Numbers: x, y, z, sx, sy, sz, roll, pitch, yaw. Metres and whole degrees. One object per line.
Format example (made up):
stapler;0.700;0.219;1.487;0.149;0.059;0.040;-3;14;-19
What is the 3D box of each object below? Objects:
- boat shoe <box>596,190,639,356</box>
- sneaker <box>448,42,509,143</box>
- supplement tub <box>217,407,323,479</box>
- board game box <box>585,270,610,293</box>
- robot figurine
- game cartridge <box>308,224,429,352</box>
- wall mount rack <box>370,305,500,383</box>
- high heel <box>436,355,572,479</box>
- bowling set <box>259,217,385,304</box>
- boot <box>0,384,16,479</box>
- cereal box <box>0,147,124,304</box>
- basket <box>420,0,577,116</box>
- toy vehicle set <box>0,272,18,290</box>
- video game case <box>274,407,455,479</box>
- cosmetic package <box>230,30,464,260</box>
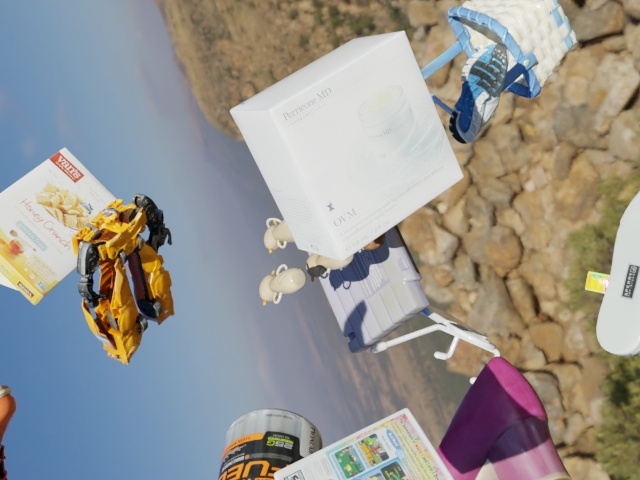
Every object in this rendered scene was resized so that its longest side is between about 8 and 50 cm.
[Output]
boat shoe;0.387;0.031;0.966;0.078;0.070;0.219;25;99;47
sneaker;0.281;-0.259;1.409;0.071;0.083;0.191;40;138;21
supplement tub;-0.103;0.511;1.585;0.338;0.207;0.207;-86;-14;-53
board game box;0.492;0.076;1.294;0.259;0.124;0.039;2;-81;-67
robot figurine;-0.333;0.060;1.389;0.085;0.211;0.291;16;134;24
game cartridge;0.078;0.028;1.721;0.230;0.068;0.355;-39;65;38
wall mount rack;0.234;0.218;1.897;0.130;0.304;0.350;-66;19;2
high heel;0.167;0.328;1.121;0.127;0.377;0.181;21;-143;-40
bowling set;0.000;0.000;1.496;0.154;0.200;0.287;-22;52;56
boot;-0.317;0.216;0.782;0.084;0.158;0.059;31;-172;11
cereal box;-0.453;-0.030;1.382;0.173;0.240;0.047;46;136;-8
basket;0.331;-0.359;1.604;0.201;0.289;0.255;54;-179;-32
toy vehicle set;-0.744;0.032;1.782;0.035;0.267;0.166;-64;21;4
video game case;0.048;0.232;0.720;0.157;0.143;0.019;-124;13;-53
cosmetic package;0.039;-0.130;1.114;0.138;0.224;0.225;13;133;62
